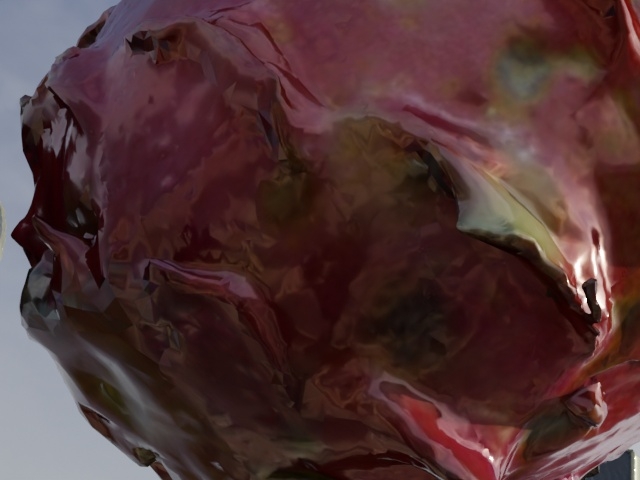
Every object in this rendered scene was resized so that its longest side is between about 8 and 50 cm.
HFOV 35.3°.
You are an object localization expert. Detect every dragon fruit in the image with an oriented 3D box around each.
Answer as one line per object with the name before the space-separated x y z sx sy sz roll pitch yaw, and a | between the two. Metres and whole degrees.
dragon fruit | 0.000 0.000 0.482 0.386 0.249 0.371 1 -68 49

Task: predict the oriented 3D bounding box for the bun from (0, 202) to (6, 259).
bun | -0.312 0.004 0.611 0.239 0.239 0.141 -33 -99 48

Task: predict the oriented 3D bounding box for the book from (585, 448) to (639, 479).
book | 0.169 0.373 1.081 0.374 0.263 0.028 -20 -45 39
